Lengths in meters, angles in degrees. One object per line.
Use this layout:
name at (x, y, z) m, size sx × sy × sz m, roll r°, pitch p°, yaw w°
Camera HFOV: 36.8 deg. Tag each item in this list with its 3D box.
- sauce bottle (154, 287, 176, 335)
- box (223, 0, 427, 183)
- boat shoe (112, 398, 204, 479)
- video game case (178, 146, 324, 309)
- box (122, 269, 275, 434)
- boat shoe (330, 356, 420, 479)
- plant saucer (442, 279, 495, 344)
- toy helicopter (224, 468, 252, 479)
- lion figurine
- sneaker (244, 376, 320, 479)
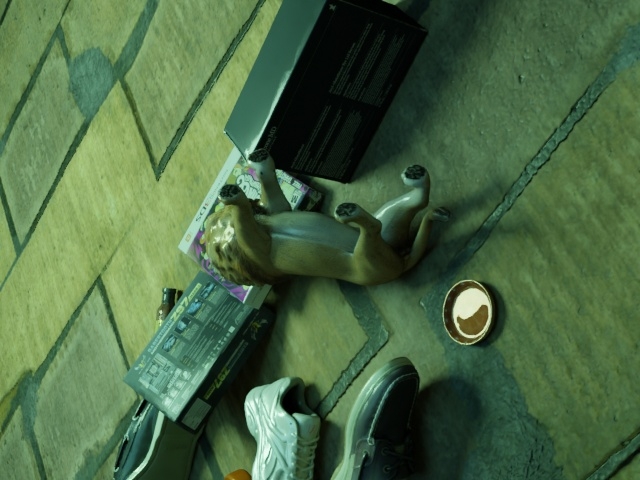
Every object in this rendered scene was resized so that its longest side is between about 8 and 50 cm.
sauce bottle at (-0.283, 0.151, 1.772) m, size 0.042 × 0.042 × 0.128 m, roll 3°, pitch 85°, yaw 51°
box at (0.003, -0.226, 1.375) m, size 0.103 × 0.184 × 0.261 m, roll 50°, pitch 121°, yaw 41°
boat shoe at (-0.302, 0.373, 1.692) m, size 0.113 × 0.127 × 0.340 m, roll 34°, pitch 108°, yaw 49°
video game case at (-0.119, -0.029, 1.567) m, size 0.232 × 0.042 × 0.210 m, roll 35°, pitch 97°, yaw 48°
box at (-0.202, 0.179, 1.583) m, size 0.183 × 0.059 × 0.232 m, roll 22°, pitch 74°, yaw 48°
boat shoe at (0.081, 0.290, 1.268) m, size 0.092 × 0.103 × 0.285 m, roll 37°, pitch 116°, yaw 41°
plant saucer at (0.191, 0.092, 1.229) m, size 0.083 × 0.013 × 0.083 m, roll -11°, pitch 75°, yaw 48°
toy helicopter at (-0.095, 0.498, 1.406) m, size 0.355 × 0.140 × 0.235 m, roll 6°, pitch 112°, yaw 62°
lion figurine at (0.000, 0.000, 1.328) m, size 0.392 × 0.240 × 0.142 m, roll 14°, pitch 53°, yaw 23°
sneaker at (-0.043, 0.306, 1.422) m, size 0.115 × 0.090 × 0.232 m, roll -38°, pitch 57°, yaw 36°
